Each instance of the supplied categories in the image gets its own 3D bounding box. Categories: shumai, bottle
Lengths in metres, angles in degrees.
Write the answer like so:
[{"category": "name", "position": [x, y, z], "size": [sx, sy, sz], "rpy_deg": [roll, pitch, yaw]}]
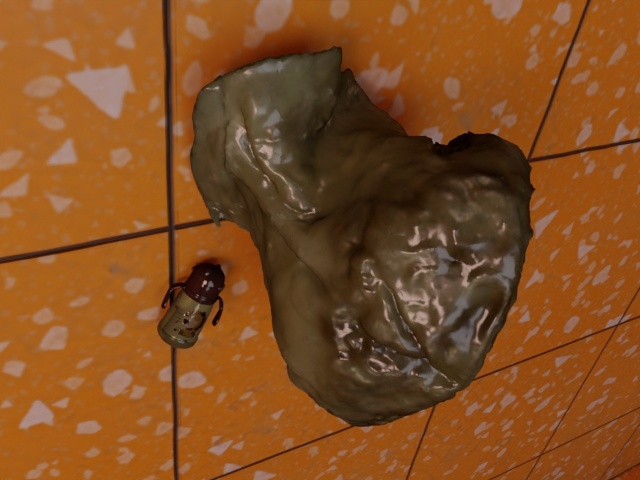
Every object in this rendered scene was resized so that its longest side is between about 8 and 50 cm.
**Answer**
[{"category": "shumai", "position": [0.000, 0.000, 0.583], "size": [0.289, 0.292, 0.329], "rpy_deg": [18, 117, -10]}, {"category": "bottle", "position": [-0.139, 0.068, 0.679], "size": [0.063, 0.047, 0.101], "rpy_deg": [9, 119, -50]}]
